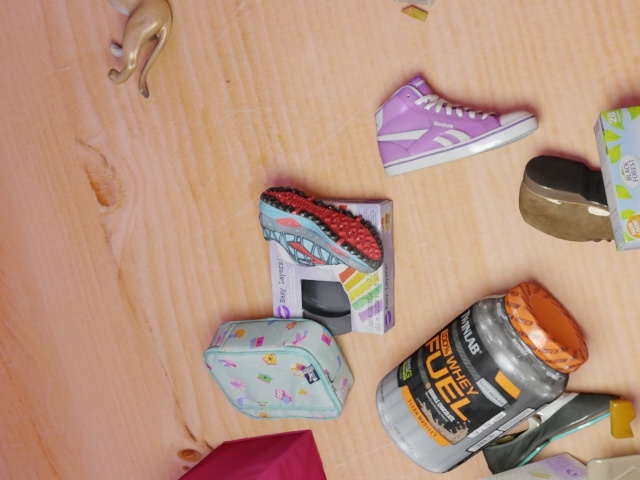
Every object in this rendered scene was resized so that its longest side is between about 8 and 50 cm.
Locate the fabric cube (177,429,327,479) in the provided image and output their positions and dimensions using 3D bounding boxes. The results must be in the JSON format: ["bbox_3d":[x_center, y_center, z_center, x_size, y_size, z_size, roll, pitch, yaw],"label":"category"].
[{"bbox_3d":[-0.140,0.577,1.495,0.254,0.258,0.259,-17,93,27],"label":"fabric cube"}]

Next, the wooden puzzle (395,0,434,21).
[{"bbox_3d":[0.166,-0.446,1.249,0.079,0.014,0.116,19,110,17],"label":"wooden puzzle"}]

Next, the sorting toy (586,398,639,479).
[{"bbox_3d":[0.560,0.404,1.202,0.229,0.041,0.307,-5,100,-1],"label":"sorting toy"}]

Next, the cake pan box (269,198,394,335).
[{"bbox_3d":[0.020,0.050,1.405,0.246,0.070,0.266,5,104,27],"label":"cake pan box"}]

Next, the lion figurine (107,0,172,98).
[{"bbox_3d":[-0.398,-0.511,1.460,0.240,0.142,0.392,-32,101,21],"label":"lion figurine"}]

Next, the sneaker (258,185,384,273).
[{"bbox_3d":[0.000,0.000,1.327,0.262,0.104,0.125,30,130,22],"label":"sneaker"}]

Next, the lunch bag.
[{"bbox_3d":[-0.079,0.268,1.448,0.279,0.108,0.224,-5,124,29],"label":"lunch bag"}]

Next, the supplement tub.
[{"bbox_3d":[0.274,0.235,1.242,0.207,0.207,0.338,49,117,9],"label":"supplement tub"}]

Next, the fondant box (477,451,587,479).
[{"bbox_3d":[0.349,0.555,1.257,0.096,0.238,0.330,34,119,50],"label":"fondant box"}]

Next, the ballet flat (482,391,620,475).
[{"bbox_3d":[0.392,0.325,1.273,0.280,0.095,0.096,-44,69,27],"label":"ballet flat"}]

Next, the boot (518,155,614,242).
[{"bbox_3d":[0.473,-0.042,1.162,0.306,0.112,0.115,19,140,16],"label":"boot"}]

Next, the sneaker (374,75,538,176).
[{"bbox_3d":[0.218,-0.214,1.229,0.282,0.102,0.161,-12,93,28],"label":"sneaker"}]

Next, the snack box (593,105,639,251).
[{"bbox_3d":[0.514,-0.098,1.061,0.175,0.070,0.207,-6,74,10],"label":"snack box"}]
